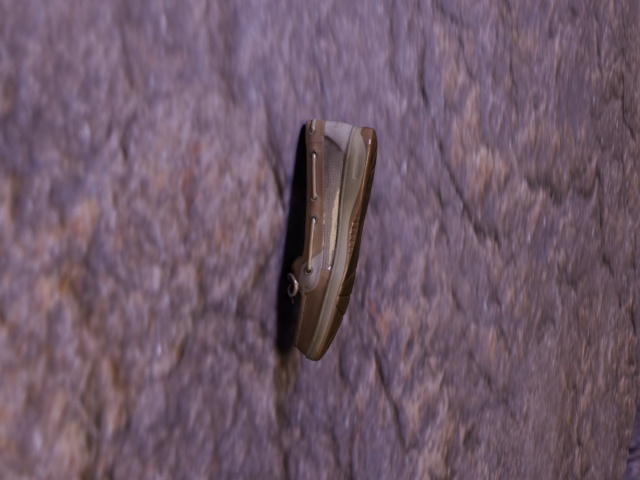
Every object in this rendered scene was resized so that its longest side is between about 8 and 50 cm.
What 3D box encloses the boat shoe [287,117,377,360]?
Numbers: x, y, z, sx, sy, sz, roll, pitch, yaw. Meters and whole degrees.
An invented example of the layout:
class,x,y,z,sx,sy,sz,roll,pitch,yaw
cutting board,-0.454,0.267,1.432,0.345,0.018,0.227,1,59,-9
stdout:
class,x,y,z,sx,sy,sz,roll,pitch,yaw
boat shoe,0.000,-0.001,0.975,0.056,0.048,0.153,1,100,-81
